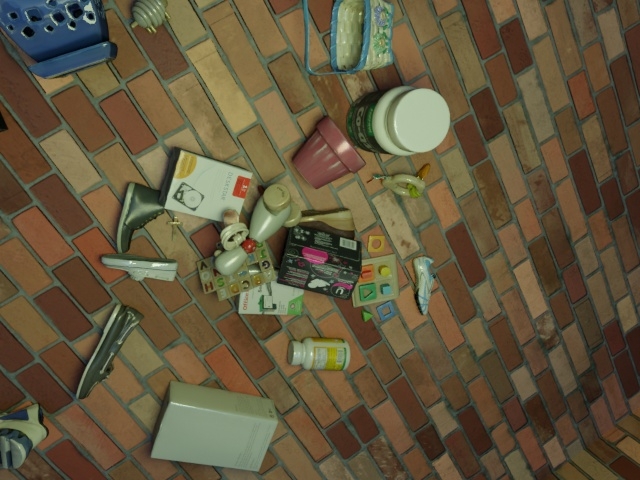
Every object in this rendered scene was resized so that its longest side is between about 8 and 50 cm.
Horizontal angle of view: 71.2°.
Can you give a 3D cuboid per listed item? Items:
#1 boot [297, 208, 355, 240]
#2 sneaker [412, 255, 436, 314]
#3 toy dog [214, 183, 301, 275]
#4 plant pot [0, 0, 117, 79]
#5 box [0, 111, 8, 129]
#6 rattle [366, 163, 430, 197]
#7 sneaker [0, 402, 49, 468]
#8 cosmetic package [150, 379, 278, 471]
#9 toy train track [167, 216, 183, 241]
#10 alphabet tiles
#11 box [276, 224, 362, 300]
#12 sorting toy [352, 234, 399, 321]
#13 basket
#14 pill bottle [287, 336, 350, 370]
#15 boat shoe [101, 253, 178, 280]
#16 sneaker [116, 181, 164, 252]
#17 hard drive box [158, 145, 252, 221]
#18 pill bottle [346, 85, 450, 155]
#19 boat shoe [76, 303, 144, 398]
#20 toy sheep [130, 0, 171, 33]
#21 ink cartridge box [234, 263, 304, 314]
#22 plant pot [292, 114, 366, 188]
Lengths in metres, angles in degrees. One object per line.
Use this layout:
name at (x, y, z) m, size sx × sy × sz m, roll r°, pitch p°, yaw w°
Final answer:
boot at (0.000, 0.000, 1.547) m, size 0.249 × 0.090 × 0.206 m, roll -5°, pitch 110°, yaw -7°
sneaker at (0.399, 0.175, 1.702) m, size 0.086 × 0.085 × 0.236 m, roll -5°, pitch 104°, yaw 1°
toy dog at (-0.216, -0.059, 1.382) m, size 0.334 × 0.161 × 0.220 m, roll -35°, pitch 149°, yaw -31°
plant pot at (-0.664, -0.547, 1.152) m, size 0.236 × 0.236 × 0.211 m, roll -23°, pitch 115°, yaw -9°
box at (-1.065, -0.363, 1.086) m, size 0.396 × 0.212 × 0.293 m, roll -18°, pitch 108°, yaw -11°
rattle at (0.279, -0.239, 1.580) m, size 0.200 × 0.130 × 0.142 m, roll 16°, pitch 87°, yaw 7°
sneaker at (-0.982, 0.588, 1.391) m, size 0.316 × 0.182 × 0.127 m, roll 10°, pitch 100°, yaw 12°
cosmetic package at (-0.369, 0.650, 1.564) m, size 0.386 × 0.156 × 0.217 m, roll 21°, pitch 97°, yaw -18°
toy train track at (-0.470, -0.038, 1.442) m, size 0.048 × 0.014 × 0.083 m, roll 3°, pitch 108°, yaw -24°
alphabet tiles at (-0.280, 0.080, 1.454) m, size 0.238 × 0.009 × 0.198 m, roll -21°, pitch 68°, yaw 1°
box at (-0.003, 0.070, 1.463) m, size 0.248 × 0.163 × 0.142 m, roll 15°, pitch 129°, yaw -7°
sorting toy at (0.206, 0.151, 1.663) m, size 0.196 × 0.047 × 0.347 m, roll -12°, pitch 106°, yaw -13°
basket at (0.079, -0.633, 1.353) m, size 0.289 × 0.201 × 0.254 m, roll -9°, pitch 107°, yaw -24°
pill bottle at (-0.007, 0.413, 1.628) m, size 0.209 × 0.117 × 0.117 m, roll 6°, pitch 101°, yaw -18°
boat shoe at (-0.568, 0.092, 1.407) m, size 0.227 × 0.083 × 0.075 m, roll 8°, pitch 100°, yaw -18°
sneaker at (-0.550, -0.059, 1.376) m, size 0.118 × 0.083 × 0.221 m, roll 13°, pitch 98°, yaw -19°
hard drive box at (-0.352, -0.165, 1.375) m, size 0.232 × 0.089 × 0.180 m, roll 12°, pitch 100°, yaw -35°
pill bottle at (0.229, -0.366, 1.377) m, size 0.205 × 0.361 × 0.203 m, roll -4°, pitch 104°, yaw -15°
boat shoe at (-0.674, 0.367, 1.430) m, size 0.096 × 0.112 × 0.334 m, roll 25°, pitch 92°, yaw -15°
toy sheep at (-0.480, -0.638, 1.255) m, size 0.091 × 0.091 × 0.132 m, roll 43°, pitch 70°, yaw -21°
ink cartridge box at (-0.174, 0.167, 1.533) m, size 0.220 × 0.092 × 0.160 m, roll 3°, pitch 102°, yaw -17°
plant pot at (0.017, -0.269, 1.441) m, size 0.180 × 0.201 × 0.201 m, roll -37°, pitch 111°, yaw 12°
